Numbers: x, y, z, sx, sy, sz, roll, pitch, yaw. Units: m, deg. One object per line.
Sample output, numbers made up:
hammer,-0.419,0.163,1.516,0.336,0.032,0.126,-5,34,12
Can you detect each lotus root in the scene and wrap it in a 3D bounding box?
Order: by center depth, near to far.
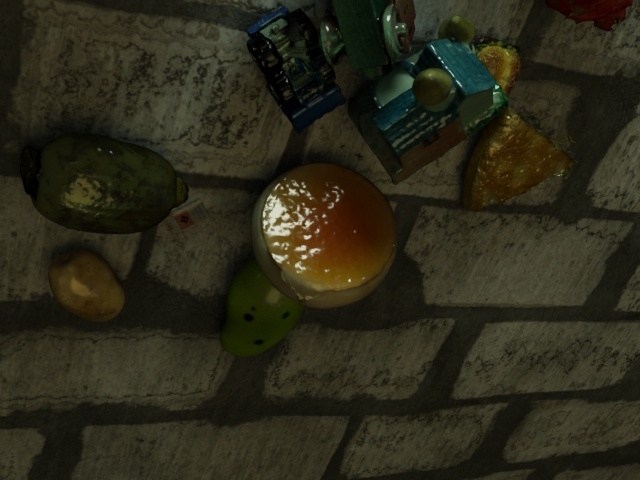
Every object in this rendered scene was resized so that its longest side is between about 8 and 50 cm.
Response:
lotus root,-0.364,-0.100,1.416,0.309,0.173,0.173,6,124,-38

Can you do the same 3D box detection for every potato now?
potato,-0.449,0.092,1.554,0.118,0.109,0.178,-45,141,-16

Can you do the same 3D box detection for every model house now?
model house,0.177,-0.269,1.392,0.267,0.194,0.325,-33,170,5

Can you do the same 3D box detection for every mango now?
mango,-0.127,0.147,1.733,0.175,0.143,0.293,5,133,-26

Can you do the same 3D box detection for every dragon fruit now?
dragon fruit,0.495,-0.496,1.463,0.205,0.210,0.268,-10,144,38

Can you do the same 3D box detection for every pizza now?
pizza,0.450,-0.170,1.791,0.287,0.075,0.280,2,129,-29

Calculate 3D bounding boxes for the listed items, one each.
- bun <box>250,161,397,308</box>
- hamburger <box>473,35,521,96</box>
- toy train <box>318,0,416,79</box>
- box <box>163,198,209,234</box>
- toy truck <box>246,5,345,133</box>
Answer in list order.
bun,0.000,0.000,1.602,0.298,0.299,0.165,-11,163,-17
hamburger,0.325,-0.318,1.596,0.137,0.087,0.166,7,123,-29
toy train,0.069,-0.426,1.306,0.150,0.222,0.304,-2,131,21
box,-0.267,-0.046,1.591,0.083,0.012,0.046,-27,134,-4
toy truck,-0.050,-0.303,1.408,0.113,0.126,0.208,-33,133,-4
